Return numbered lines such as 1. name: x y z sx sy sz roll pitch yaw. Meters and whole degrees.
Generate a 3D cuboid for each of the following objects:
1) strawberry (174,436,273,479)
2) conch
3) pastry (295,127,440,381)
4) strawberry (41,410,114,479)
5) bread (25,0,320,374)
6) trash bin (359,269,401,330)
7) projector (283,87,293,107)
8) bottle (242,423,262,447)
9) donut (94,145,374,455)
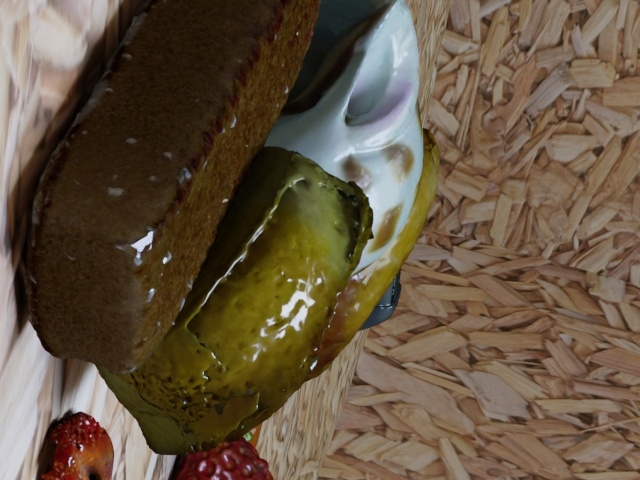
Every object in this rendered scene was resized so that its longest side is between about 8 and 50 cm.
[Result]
1. strawberry: -0.107 0.332 2.013 0.205 0.205 0.244 83 3 -73
2. conch: -0.034 -0.073 1.585 0.368 0.249 0.197 -56 -165 2
3. pastry: 0.000 0.000 1.851 0.356 0.164 0.356 -57 -177 5
4. strawberry: -0.199 0.196 1.430 0.152 0.048 0.104 95 8 -72
5. bread: -0.102 -0.098 1.288 0.165 0.113 0.416 97 12 -46
6. trash bin: 0.031 0.010 2.371 0.101 0.176 0.236 -60 161 -62
7. projector: -0.025 -0.216 1.783 0.257 0.079 0.259 -54 158 -70
8. bottle: -0.103 0.213 2.192 0.069 0.069 0.187 80 25 -75
9. donut: -0.083 0.032 1.374 0.272 0.107 0.272 -35 -151 22
